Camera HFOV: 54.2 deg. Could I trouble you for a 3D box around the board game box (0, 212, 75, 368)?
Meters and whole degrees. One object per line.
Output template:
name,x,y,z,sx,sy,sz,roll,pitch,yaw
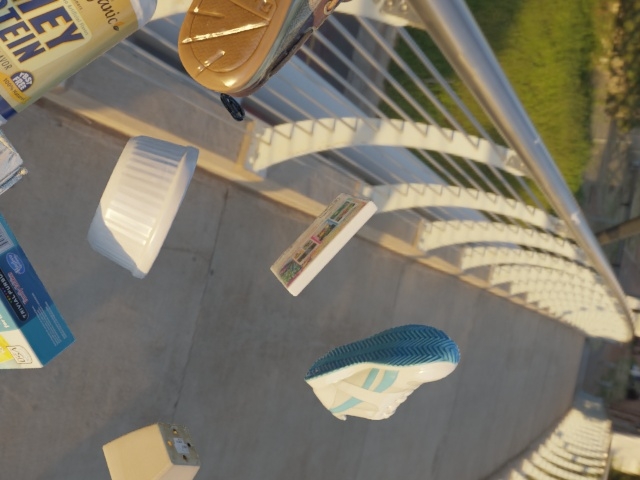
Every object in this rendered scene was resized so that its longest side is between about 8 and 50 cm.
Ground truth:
board game box,-0.598,0.093,1.038,0.079,0.336,0.253,-48,122,-52

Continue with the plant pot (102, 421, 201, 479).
plant pot,-0.253,0.343,0.974,0.096,0.109,0.109,-40,146,10

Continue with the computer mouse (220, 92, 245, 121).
computer mouse,-0.261,-0.405,1.602,0.071,0.041,0.242,-8,69,-53

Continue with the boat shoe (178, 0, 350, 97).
boat shoe,-0.009,-0.291,0.625,0.342,0.123,0.123,-58,168,7

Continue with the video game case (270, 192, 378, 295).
video game case,0.000,0.000,0.860,0.157,0.143,0.019,-46,106,-3

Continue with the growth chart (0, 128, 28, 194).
growth chart,-0.653,-0.144,1.188,0.172,0.021,0.237,-40,163,-24

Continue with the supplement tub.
supplement tub,-0.336,-0.304,0.718,0.316,0.228,0.228,-41,137,-12

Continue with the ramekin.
ramekin,-0.341,-0.073,1.186,0.127,0.273,0.272,23,77,-16

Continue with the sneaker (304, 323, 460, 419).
sneaker,0.089,0.179,0.827,0.092,0.229,0.087,57,40,-13
